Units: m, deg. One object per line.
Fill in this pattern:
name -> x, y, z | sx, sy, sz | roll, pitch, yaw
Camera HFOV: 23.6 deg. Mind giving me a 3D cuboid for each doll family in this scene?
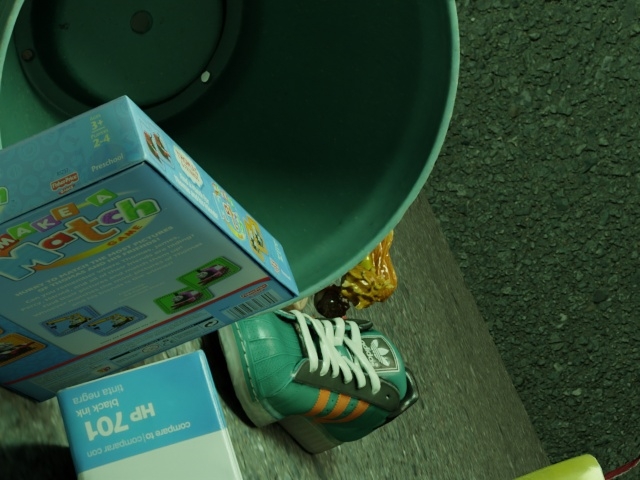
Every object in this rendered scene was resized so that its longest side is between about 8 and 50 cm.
doll family -> 0.000, 0.000, 1.420 | 0.163, 0.118, 0.263 | 51, 8, 12

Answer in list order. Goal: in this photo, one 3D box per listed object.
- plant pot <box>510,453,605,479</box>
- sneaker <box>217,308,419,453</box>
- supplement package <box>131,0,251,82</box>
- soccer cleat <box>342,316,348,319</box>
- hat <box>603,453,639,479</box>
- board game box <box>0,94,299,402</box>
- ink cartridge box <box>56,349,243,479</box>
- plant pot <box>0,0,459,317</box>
plant pot -> 0.072, 0.270, 0.883 | 0.212, 0.187, 0.212 | 112, -34, -60
sneaker -> 0.002, 0.104, 1.317 | 0.302, 0.121, 0.108 | 45, 25, -66
supplement package -> -0.093, -0.172, 1.234 | 0.293, 0.175, 0.177 | -91, 158, -63
soccer cleat -> 0.020, 0.096, 1.717 | 0.035, 0.029, 0.083 | 63, 3, 27
hat -> 0.119, 0.225, 1.254 | 0.208, 0.183, 0.173 | 29, -30, 19
board game box -> -0.118, 0.014, 0.743 | 0.211, 0.160, 0.039 | 46, 23, -66
ink cartridge box -> -0.070, 0.170, 0.786 | 0.139, 0.082, 0.191 | 104, -30, -70
plant pot -> -0.088, -0.120, 0.961 | 0.196, 0.293, 0.293 | 40, -17, 54
